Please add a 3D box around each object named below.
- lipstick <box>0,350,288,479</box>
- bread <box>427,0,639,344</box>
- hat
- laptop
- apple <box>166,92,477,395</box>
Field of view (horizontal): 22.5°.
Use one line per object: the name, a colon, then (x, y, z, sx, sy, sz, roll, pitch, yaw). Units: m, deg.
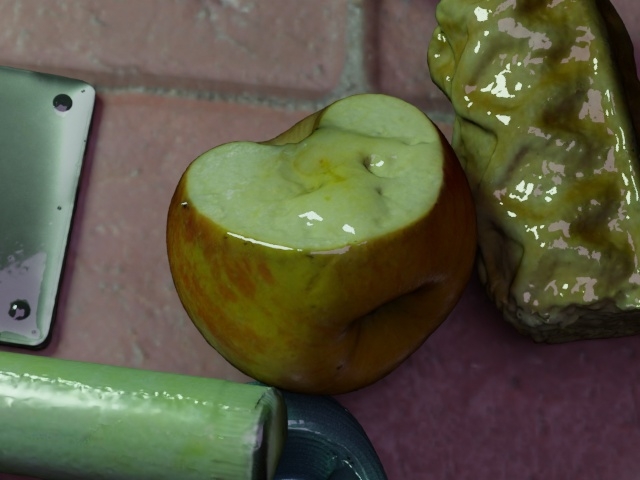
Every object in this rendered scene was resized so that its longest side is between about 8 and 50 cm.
lipstick: (-0.170, 0.105, 0.955, 0.304, 0.076, 0.076, 6, 73, 9)
bread: (0.155, -0.063, 1.046, 0.152, 0.130, 0.268, 2, 69, -45)
hat: (-0.018, 0.180, 0.985, 0.138, 0.078, 0.191, -18, 57, -15)
laptop: (-0.292, -0.040, 1.044, 0.269, 0.015, 0.188, 10, 73, -4)
apple: (0.000, 0.000, 0.989, 0.195, 0.160, 0.173, -22, 58, -24)
